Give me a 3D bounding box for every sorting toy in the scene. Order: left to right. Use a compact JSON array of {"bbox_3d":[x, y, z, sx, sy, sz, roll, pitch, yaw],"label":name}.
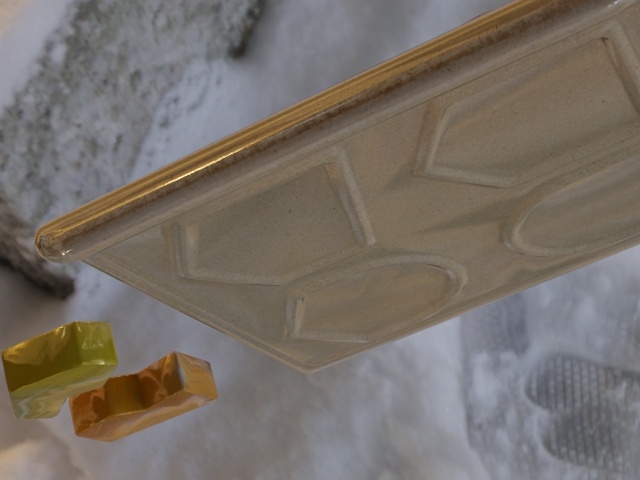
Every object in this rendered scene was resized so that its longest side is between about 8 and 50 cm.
[{"bbox_3d":[0.000,0.000,0.471,0.307,0.229,0.041,-23,67,18],"label":"sorting toy"}]
